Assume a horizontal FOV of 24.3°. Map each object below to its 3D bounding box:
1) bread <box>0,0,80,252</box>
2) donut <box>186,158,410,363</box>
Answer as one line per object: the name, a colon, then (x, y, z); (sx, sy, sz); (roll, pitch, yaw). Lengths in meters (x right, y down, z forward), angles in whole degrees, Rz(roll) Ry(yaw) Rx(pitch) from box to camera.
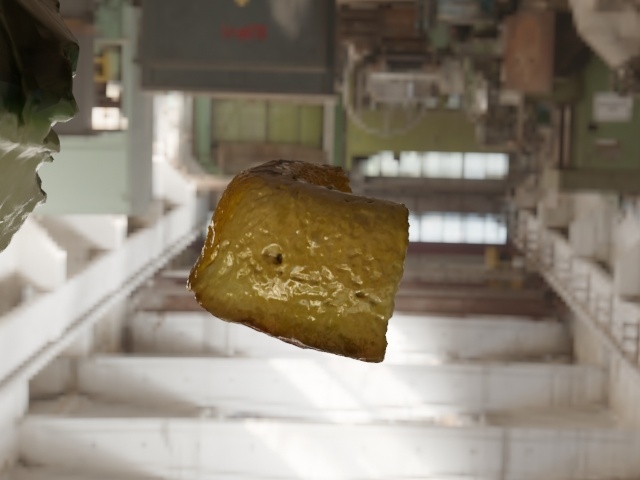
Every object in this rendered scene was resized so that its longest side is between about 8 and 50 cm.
bread: (-0.256, 0.010, 0.509); (0.382, 0.366, 0.129); (-22, 173, 7)
donut: (0.000, 0.000, 0.394); (0.067, 0.038, 0.083); (13, -166, 20)
